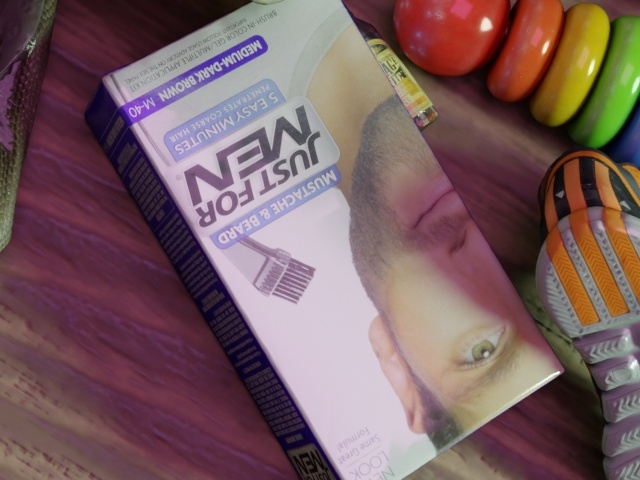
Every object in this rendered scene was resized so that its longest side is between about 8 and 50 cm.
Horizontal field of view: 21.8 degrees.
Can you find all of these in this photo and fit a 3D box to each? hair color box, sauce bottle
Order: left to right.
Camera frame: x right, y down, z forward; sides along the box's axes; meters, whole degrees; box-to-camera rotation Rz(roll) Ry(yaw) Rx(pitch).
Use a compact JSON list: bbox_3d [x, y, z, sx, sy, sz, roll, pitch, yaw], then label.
[{"bbox_3d":[0.000,0.000,1.176,0.185,0.110,0.339,-31,90,-19],"label":"hair color box"},{"bbox_3d":[0.036,-0.132,1.244,0.042,0.042,0.128,-39,90,-18],"label":"sauce bottle"}]

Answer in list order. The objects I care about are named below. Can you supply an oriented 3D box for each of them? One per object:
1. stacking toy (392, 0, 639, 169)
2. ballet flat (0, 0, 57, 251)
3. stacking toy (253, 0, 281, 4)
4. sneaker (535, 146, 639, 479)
[{"bbox_3d":[0.212,-0.126,1.247,0.330,0.141,0.141,23,74,-5],"label":"stacking toy"},{"bbox_3d":[-0.229,-0.091,1.165,0.084,0.058,0.250,-2,71,21],"label":"ballet flat"},{"bbox_3d":[-0.235,-0.318,1.102,0.480,0.350,0.351,-3,79,13],"label":"stacking toy"},{"bbox_3d":[0.246,0.067,1.216,0.124,0.180,0.321,-15,119,15],"label":"sneaker"}]
